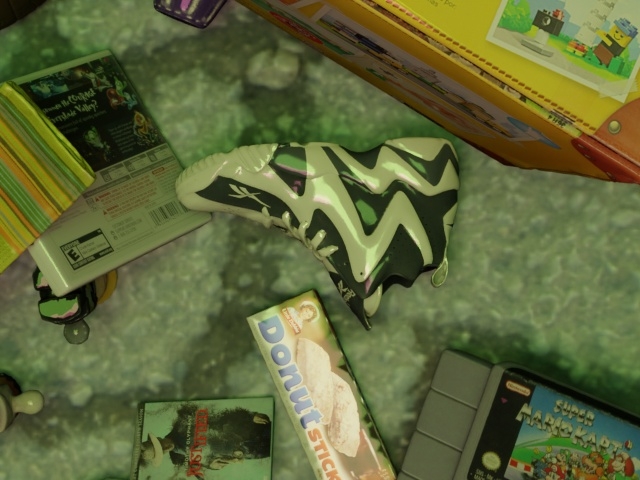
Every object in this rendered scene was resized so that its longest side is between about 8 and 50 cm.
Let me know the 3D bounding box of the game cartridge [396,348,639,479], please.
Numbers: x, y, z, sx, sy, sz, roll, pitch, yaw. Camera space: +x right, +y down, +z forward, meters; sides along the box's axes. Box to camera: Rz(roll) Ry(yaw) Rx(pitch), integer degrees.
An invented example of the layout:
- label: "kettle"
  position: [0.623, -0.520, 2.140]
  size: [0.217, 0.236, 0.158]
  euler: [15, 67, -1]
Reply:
- label: "game cartridge"
  position: [0.203, 0.240, 1.177]
  size: [0.355, 0.068, 0.230]
  euler: [21, 98, 39]

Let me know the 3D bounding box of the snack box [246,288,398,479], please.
- label: "snack box"
  position: [0.002, 0.134, 1.301]
  size: [0.064, 0.022, 0.178]
  euler: [-24, 90, 7]

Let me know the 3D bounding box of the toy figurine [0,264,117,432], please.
- label: "toy figurine"
  position: [-0.298, 0.051, 1.273]
  size: [0.209, 0.148, 0.213]
  euler: [32, 92, -2]

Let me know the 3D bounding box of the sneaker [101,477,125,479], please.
- label: "sneaker"
  position: [-0.247, 0.285, 1.298]
  size: [0.237, 0.086, 0.085]
  euler: [-38, 90, 6]

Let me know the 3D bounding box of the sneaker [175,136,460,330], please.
- label: "sneaker"
  position: [0.000, 0.000, 1.262]
  size: [0.235, 0.094, 0.153]
  euler: [-3, 83, -5]

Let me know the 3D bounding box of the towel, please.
- label: "towel"
  position: [-0.282, -0.005, 1.162]
  size: [0.237, 0.021, 0.102]
  euler: [-44, 85, 12]

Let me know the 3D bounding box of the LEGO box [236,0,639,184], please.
- label: "LEGO box"
  position: [0.022, -0.248, 1.061]
  size: [0.500, 0.372, 0.193]
  euler: [31, 90, -10]

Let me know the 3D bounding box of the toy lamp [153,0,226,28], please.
- label: "toy lamp"
  position: [-0.067, -0.311, 1.271]
  size: [0.080, 0.080, 0.274]
  euler: [22, 91, 4]

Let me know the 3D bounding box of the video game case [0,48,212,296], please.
- label: "video game case"
  position: [-0.192, -0.060, 1.242]
  size: [0.022, 0.190, 0.173]
  euler: [-33, 88, 38]

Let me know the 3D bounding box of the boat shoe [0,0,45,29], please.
- label: "boat shoe"
  position: [-0.233, -0.261, 1.289]
  size: [0.223, 0.080, 0.073]
  euler: [-40, 82, 0]

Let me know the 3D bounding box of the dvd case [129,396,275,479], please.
- label: "dvd case"
  position: [-0.099, 0.173, 1.292]
  size: [0.119, 0.013, 0.087]
  euler: [-3, 52, 6]
